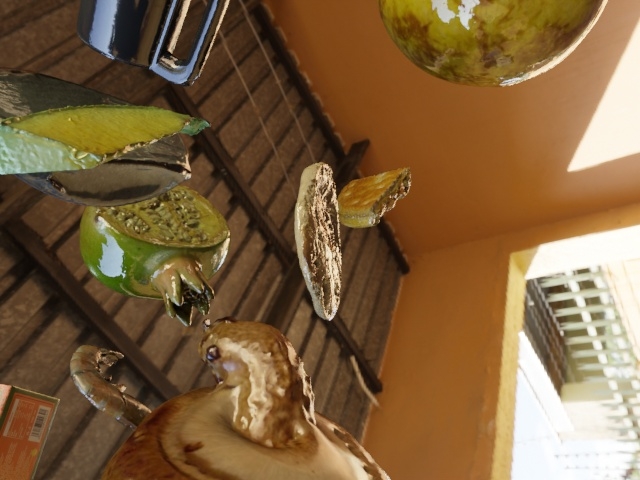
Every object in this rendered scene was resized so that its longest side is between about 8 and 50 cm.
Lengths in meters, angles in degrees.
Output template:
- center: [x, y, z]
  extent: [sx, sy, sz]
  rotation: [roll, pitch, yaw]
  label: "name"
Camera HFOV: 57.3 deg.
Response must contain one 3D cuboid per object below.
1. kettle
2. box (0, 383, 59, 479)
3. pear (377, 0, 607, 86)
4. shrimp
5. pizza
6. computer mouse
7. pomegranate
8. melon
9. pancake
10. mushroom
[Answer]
- center: [-0.291, -0.479, 1.066]
  extent: [0.262, 0.308, 0.203]
  rotation: [20, -151, -14]
  label: "kettle"
- center: [-0.661, 0.386, 1.157]
  extent: [0.148, 0.177, 0.195]
  rotation: [54, -138, -59]
  label: "box"
- center: [0.191, -0.315, 0.649]
  extent: [0.280, 0.280, 0.281]
  rotation: [30, -127, -49]
  label: "pear"
- center: [-0.277, 0.217, 0.841]
  extent: [0.195, 0.035, 0.148]
  rotation: [47, 177, -25]
  label: "shrimp"
- center: [0.124, -0.099, 1.338]
  extent: [0.058, 0.197, 0.292]
  rotation: [59, -178, -19]
  label: "pizza"
- center: [-0.359, -0.138, 0.864]
  extent: [0.373, 0.114, 0.203]
  rotation: [6, -133, -53]
  label: "computer mouse"
- center: [-0.341, 0.040, 1.231]
  extent: [0.309, 0.216, 0.359]
  rotation: [3, -137, -43]
  label: "pomegranate"
- center: [-0.210, -0.116, 0.620]
  extent: [0.261, 0.113, 0.053]
  rotation: [-32, -50, -55]
  label: "melon"
- center: [0.001, 0.000, 0.558]
  extent: [0.151, 0.025, 0.152]
  rotation: [-3, -90, -80]
  label: "pancake"
- center: [-0.066, 0.244, 0.626]
  extent: [0.345, 0.345, 0.260]
  rotation: [10, -79, -56]
  label: "mushroom"
